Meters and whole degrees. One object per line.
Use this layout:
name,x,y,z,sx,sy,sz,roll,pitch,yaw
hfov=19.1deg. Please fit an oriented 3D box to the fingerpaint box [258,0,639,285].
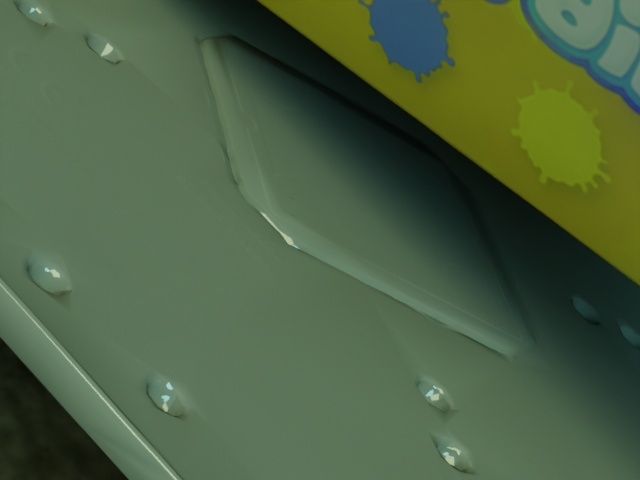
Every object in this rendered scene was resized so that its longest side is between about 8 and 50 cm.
fingerpaint box,0.103,-0.201,0.622,0.445,0.163,0.371,38,46,21

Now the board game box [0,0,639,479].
board game box,0.000,0.000,0.587,0.390,0.050,0.390,46,23,12
